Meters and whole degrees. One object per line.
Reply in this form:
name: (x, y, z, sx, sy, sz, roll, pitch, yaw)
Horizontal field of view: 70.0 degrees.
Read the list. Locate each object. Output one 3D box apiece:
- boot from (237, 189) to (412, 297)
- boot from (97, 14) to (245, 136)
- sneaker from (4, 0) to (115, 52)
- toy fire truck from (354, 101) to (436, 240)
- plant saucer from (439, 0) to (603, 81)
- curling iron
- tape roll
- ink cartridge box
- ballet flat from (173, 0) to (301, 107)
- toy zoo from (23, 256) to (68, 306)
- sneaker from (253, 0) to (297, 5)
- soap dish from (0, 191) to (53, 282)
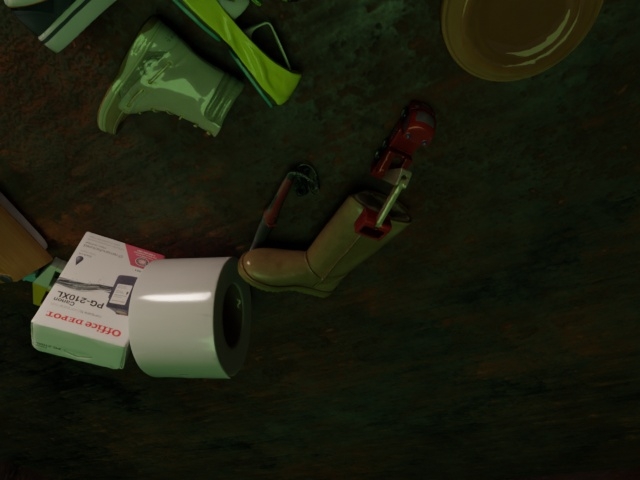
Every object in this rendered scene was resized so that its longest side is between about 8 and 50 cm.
boot: (0.000, 0.000, 0.870, 0.236, 0.089, 0.269, 11, 140, -30)
boot: (-0.231, -0.207, 0.699, 0.165, 0.077, 0.213, 30, 131, -26)
sneaker: (-0.267, -0.346, 0.522, 0.321, 0.126, 0.127, -21, 135, 27)
toy fire truck: (0.116, -0.106, 0.716, 0.047, 0.135, 0.192, 20, 134, -13)
plant saucer: (0.256, -0.293, 0.581, 0.200, 0.037, 0.199, 3, 135, 3)
curling iron: (-0.082, -0.042, 0.875, 0.068, 0.035, 0.274, 25, 133, -18)
tape roll: (-0.258, 0.156, 0.950, 0.169, 0.246, 0.246, -1, 135, 8)
ink cartridge box: (-0.444, 0.119, 0.936, 0.172, 0.237, 0.100, 19, 134, -13)
ballet flat: (-0.110, -0.284, 0.617, 0.077, 0.077, 0.231, -39, 126, 11)
toy zoo: (-0.576, 0.143, 1.123, 0.293, 0.030, 0.192, 29, 131, -21)
sneaker: (-0.063, -0.377, 0.498, 0.097, 0.084, 0.234, 6, 135, 4)
soap dish: (-0.749, -0.003, 0.931, 0.291, 0.118, 0.228, -6, 134, 13)
